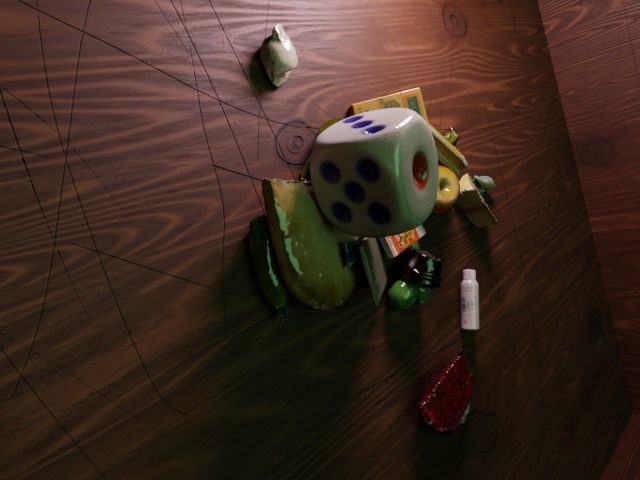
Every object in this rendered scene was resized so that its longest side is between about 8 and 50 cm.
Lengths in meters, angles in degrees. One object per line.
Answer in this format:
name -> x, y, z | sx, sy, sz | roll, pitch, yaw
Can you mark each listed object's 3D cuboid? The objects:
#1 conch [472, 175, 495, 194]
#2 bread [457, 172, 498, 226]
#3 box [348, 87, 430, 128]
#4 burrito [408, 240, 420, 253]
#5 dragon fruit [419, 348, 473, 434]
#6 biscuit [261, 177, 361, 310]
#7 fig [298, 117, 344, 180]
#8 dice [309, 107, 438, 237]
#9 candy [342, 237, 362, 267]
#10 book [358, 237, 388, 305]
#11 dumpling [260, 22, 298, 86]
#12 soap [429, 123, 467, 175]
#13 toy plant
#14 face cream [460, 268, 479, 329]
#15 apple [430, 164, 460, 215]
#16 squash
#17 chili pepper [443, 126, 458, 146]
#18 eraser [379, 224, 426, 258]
conch -> 0.801, -0.274, 2.276 | 0.180, 0.088, 0.065 | 13, 33, -32
bread -> 0.741, -0.202, 2.157 | 0.240, 0.135, 0.178 | 47, 57, -23
box -> 0.257, -0.449, 1.734 | 0.274, 0.076, 0.174 | -16, 97, -9
burrito -> 0.370, -0.004, 1.873 | 0.058, 0.045, 0.188 | -18, 93, -56
dragon fruit -> 0.502, 0.641, 1.863 | 0.343, 0.100, 0.282 | -39, 111, -34
biscuit -> -0.001, 0.000, 1.498 | 0.429, 0.104, 0.446 | -21, 100, -55
fig -> 0.009, -0.308, 1.581 | 0.259, 0.151, 0.151 | -34, 108, -10
dice -> 0.163, -0.203, 1.387 | 0.277, 0.304, 0.304 | -46, 127, -41
candy -> 0.112, 0.039, 1.527 | 0.136, 0.038, 0.088 | -16, 98, -59
book -> 0.189, 0.085, 1.622 | 0.282, 0.025, 0.215 | -38, 113, -72
dumpling -> -0.124, -0.601, 1.507 | 0.150, 0.092, 0.176 | -25, 95, -54
soap -> 0.480, -0.399, 1.925 | 0.274, 0.089, 0.173 | 34, 22, -22
toy plant -> 0.363, 0.159, 1.777 | 0.218, 0.175, 0.235 | 8, 105, -46
face cream -> 0.663, 0.262, 2.065 | 0.082, 0.082, 0.269 | 9, 78, -40
apple -> 0.451, -0.201, 1.889 | 0.234, 0.173, 0.210 | 8, 77, -29
squash -> -0.154, 0.085, 1.387 | 0.087, 0.087, 0.332 | -17, 95, -41
chili pepper -> 0.582, -0.452, 2.094 | 0.204, 0.072, 0.073 | -42, 109, -35
eraser -> 0.304, -0.049, 1.778 | 0.230, 0.038, 0.157 | -31, 97, -40
